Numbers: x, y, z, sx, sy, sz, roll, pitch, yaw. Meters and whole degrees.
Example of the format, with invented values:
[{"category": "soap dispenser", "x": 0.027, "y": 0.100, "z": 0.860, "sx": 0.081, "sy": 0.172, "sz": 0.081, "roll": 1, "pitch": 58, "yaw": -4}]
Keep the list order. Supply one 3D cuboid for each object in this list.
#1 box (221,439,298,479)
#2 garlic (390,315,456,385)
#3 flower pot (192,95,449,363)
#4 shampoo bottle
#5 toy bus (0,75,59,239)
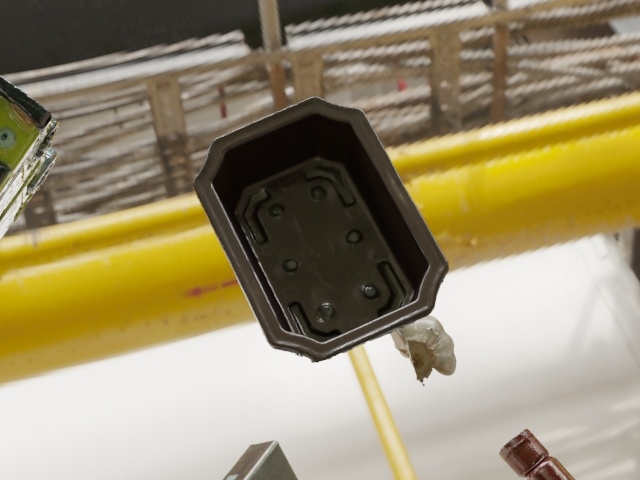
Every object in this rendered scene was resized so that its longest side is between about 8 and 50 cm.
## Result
[{"category": "box", "x": -0.028, "y": 0.399, "z": 1.395, "sx": 0.047, "sy": 0.180, "sz": 0.325, "roll": -16, "pitch": -71, "yaw": 34}, {"category": "garlic", "x": 0.143, "y": 0.143, "z": 1.785, "sx": 0.074, "sy": 0.113, "sz": 0.094, "roll": -42, "pitch": -6, "yaw": 4}, {"category": "flower pot", "x": 0.000, "y": 0.000, "z": 1.212, "sx": 0.179, "sy": 0.251, "sz": 0.084, "roll": -24, "pitch": -25, "yaw": -8}, {"category": "shampoo bottle", "x": 0.370, "y": 0.391, "z": 1.902, "sx": 0.064, "sy": 0.260, "sz": 0.102, "roll": -41, "pitch": -19, "yaw": -3}, {"category": "toy bus", "x": -0.322, "y": -0.068, "z": 1.156, "sx": 0.128, "sy": 0.262, "sz": 0.150, "roll": 33, "pitch": -105, "yaw": -6}]
